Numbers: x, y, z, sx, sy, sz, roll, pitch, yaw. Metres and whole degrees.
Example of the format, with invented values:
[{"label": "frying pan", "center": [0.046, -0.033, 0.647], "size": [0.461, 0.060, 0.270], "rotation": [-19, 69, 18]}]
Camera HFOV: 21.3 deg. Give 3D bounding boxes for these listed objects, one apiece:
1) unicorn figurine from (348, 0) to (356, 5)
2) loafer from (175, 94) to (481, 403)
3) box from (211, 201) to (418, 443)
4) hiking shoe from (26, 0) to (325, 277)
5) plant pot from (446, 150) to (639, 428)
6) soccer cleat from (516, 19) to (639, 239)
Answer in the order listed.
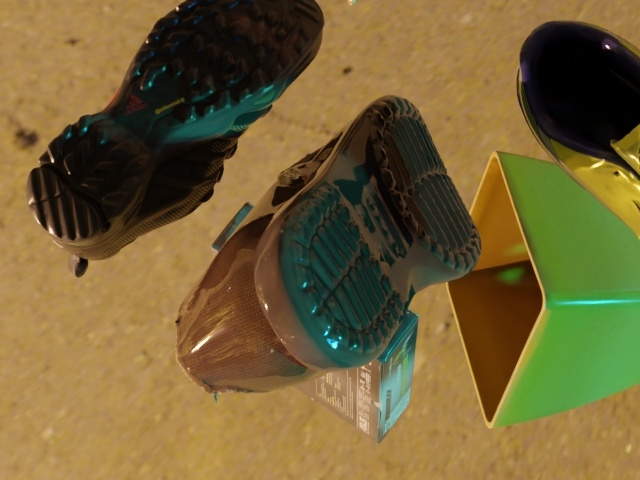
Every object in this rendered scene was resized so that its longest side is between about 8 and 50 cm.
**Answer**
[{"label": "unicorn figurine", "center": [0.008, -0.217, 1.182], "size": [0.162, 0.060, 0.111], "rotation": [-15, 113, 52]}, {"label": "loafer", "center": [0.000, 0.000, 1.105], "size": [0.130, 0.366, 0.134], "rotation": [-25, 93, 23]}, {"label": "box", "center": [-0.004, 0.079, 1.528], "size": [0.183, 0.231, 0.056], "rotation": [34, 70, 15]}, {"label": "hiking shoe", "center": [-0.090, -0.074, 1.081], "size": [0.227, 0.114, 0.086], "rotation": [-41, 76, -13]}, {"label": "plant pot", "center": [0.265, 0.052, 1.789], "size": [0.187, 0.212, 0.212], "rotation": [1, 138, -15]}, {"label": "soccer cleat", "center": [0.218, -0.024, 0.988], "size": [0.093, 0.121, 0.289], "rotation": [-47, 63, 5]}]
